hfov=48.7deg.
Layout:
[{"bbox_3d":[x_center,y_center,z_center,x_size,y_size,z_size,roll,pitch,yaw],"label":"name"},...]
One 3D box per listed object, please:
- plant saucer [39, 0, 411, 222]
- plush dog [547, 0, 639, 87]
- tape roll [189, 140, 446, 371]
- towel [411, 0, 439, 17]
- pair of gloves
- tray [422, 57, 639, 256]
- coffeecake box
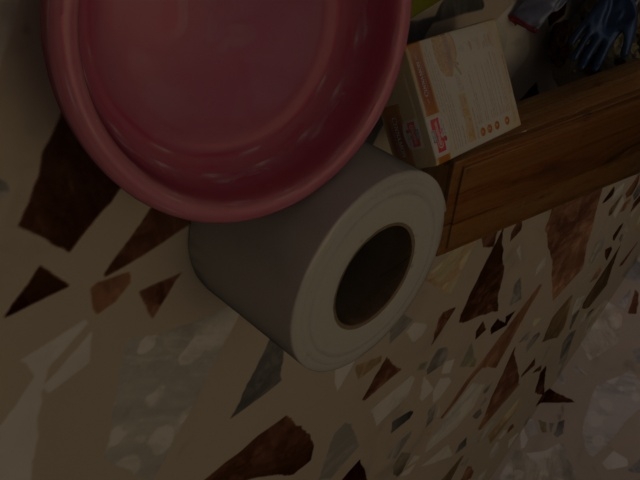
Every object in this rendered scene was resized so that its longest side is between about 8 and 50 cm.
[{"bbox_3d":[-0.069,-0.181,0.586,0.332,0.084,0.332,-21,126,-31],"label":"plant saucer"},{"bbox_3d":[0.473,-0.336,1.158,0.262,0.211,0.225,34,105,-30],"label":"plush dog"},{"bbox_3d":[0.000,0.000,0.793,0.246,0.169,0.246,-32,140,-32],"label":"tape roll"},{"bbox_3d":[0.128,-0.327,0.823,0.237,0.021,0.102,-38,137,-26],"label":"towel"},{"bbox_3d":[0.380,-0.344,1.019,0.159,0.198,0.023,-57,-171,18],"label":"pair of gloves"},{"bbox_3d":[0.347,-0.130,1.089,0.410,0.076,0.203,-22,143,-17],"label":"tray"},{"bbox_3d":[0.157,-0.183,0.878,0.185,0.068,0.143,-27,105,-38],"label":"coffeecake box"}]
